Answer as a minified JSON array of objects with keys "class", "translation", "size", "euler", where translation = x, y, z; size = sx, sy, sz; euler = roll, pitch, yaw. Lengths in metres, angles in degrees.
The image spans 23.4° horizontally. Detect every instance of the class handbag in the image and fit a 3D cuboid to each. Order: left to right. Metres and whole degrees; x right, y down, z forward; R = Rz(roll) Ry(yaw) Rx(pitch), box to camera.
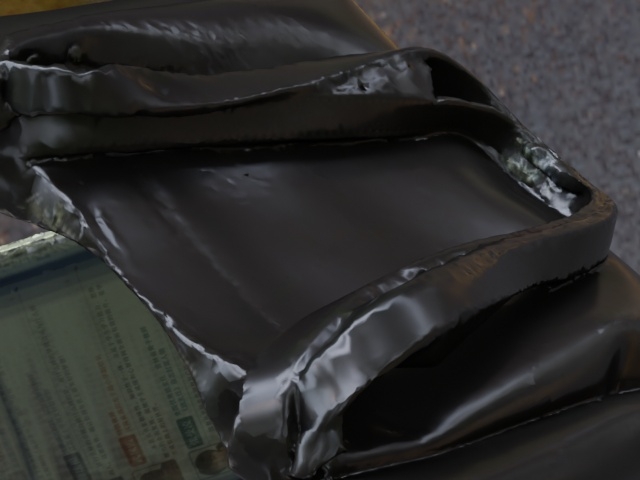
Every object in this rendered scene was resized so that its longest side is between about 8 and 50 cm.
[{"class":"handbag","translation":[0.000,-0.001,0.583],"size":[0.285,0.257,0.113],"euler":[46,118,23]}]

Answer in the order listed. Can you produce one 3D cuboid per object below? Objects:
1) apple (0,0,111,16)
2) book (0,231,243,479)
[{"class":"apple","translation":[-0.135,-0.144,0.798],"size":[0.188,0.211,0.211],"euler":[6,53,29]},{"class":"book","translation":[-0.148,0.096,0.990],"size":[0.322,0.228,0.018],"euler":[-16,23,-1]}]
